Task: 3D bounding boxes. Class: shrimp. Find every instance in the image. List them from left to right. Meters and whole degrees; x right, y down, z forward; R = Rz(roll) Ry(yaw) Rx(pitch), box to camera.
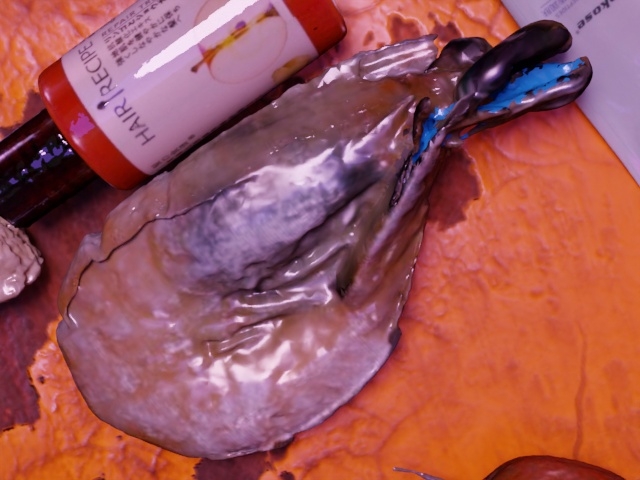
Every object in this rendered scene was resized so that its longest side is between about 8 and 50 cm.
[{"bbox_3d":[0.000,0.000,0.633,0.445,0.110,0.221,-37,96,12],"label":"shrimp"}]

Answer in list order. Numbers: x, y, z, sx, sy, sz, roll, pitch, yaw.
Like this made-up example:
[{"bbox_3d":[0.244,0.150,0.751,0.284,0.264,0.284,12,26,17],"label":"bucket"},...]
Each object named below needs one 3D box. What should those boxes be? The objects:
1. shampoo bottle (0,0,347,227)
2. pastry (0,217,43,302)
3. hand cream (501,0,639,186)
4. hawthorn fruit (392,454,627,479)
[{"bbox_3d":[-0.121,-0.108,0.626,0.278,0.104,0.104,-35,94,5],"label":"shampoo bottle"},{"bbox_3d":[-0.328,0.053,0.656,0.258,0.089,0.121,-40,89,6],"label":"pastry"},{"bbox_3d":[0.197,-0.166,0.640,0.109,0.067,0.321,-42,98,6],"label":"hand cream"},{"bbox_3d":[0.167,0.216,0.648,0.149,0.149,0.189,-39,58,5],"label":"hawthorn fruit"}]
